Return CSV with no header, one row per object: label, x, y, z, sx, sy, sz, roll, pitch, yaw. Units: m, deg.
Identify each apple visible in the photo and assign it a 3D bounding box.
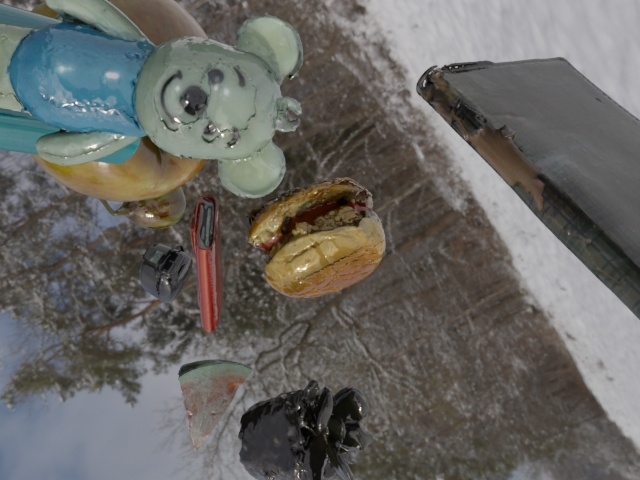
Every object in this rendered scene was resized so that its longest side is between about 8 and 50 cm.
apple,-0.239,-0.173,0.787,0.264,0.264,0.264,58,-165,-24

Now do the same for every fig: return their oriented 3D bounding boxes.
fig,-0.418,-0.088,1.573,0.186,0.142,0.147,-39,-50,-46

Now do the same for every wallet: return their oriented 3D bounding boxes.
wallet,0.215,-0.020,0.432,0.317,0.169,0.044,53,141,31
wallet,-0.196,0.041,1.130,0.142,0.045,0.204,-96,8,-48

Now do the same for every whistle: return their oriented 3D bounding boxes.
whistle,-0.128,-0.095,0.395,0.077,0.236,0.113,-91,11,-74

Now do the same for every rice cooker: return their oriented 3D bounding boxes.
rice cooker,-0.422,0.087,1.773,0.203,0.118,0.142,105,-169,-58

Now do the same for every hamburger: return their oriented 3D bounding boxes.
hamburger,0.000,0.000,1.109,0.244,0.245,0.162,23,-131,-70

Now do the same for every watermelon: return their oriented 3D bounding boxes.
watermelon,-0.271,0.335,1.411,0.136,0.207,0.202,38,-127,-8

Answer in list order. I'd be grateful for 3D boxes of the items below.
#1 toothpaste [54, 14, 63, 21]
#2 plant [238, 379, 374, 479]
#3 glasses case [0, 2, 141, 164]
toothpaste,-0.271,-0.181,0.631,0.036,0.205,0.056,43,174,-13
plant,-0.020,0.388,1.294,0.188,0.276,0.198,10,-114,-46
glasses case,-0.279,-0.136,0.489,0.301,0.070,0.117,2,-111,-49
